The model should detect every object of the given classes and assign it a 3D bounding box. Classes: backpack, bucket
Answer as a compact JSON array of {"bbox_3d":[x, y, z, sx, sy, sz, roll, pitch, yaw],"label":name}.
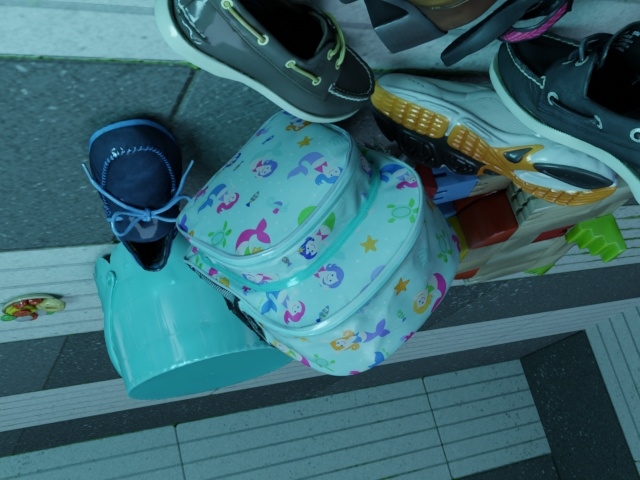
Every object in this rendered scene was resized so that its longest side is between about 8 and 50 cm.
[{"bbox_3d":[0.000,0.000,0.771,0.225,0.253,0.191,-47,137,-9],"label":"backpack"},{"bbox_3d":[-0.171,0.105,1.097,0.281,0.183,0.281,-14,161,-5],"label":"bucket"}]

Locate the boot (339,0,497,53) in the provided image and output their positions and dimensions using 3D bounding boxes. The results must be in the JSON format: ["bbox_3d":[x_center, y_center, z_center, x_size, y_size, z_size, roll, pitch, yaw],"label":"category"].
[{"bbox_3d":[0.137,-0.235,0.506,0.280,0.096,0.264,-22,160,18],"label":"boot"}]

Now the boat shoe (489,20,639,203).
[{"bbox_3d":[0.263,-0.123,0.652,0.127,0.340,0.113,-13,132,-14],"label":"boat shoe"}]

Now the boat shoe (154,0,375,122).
[{"bbox_3d":[-0.022,-0.156,0.628,0.069,0.081,0.228,-24,157,37],"label":"boat shoe"}]

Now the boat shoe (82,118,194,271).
[{"bbox_3d":[-0.178,-0.039,0.828,0.109,0.089,0.258,-14,161,-5],"label":"boat shoe"}]

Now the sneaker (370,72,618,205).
[{"bbox_3d":[0.182,-0.130,0.803,0.262,0.121,0.099,20,158,-2],"label":"sneaker"}]

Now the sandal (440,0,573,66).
[{"bbox_3d":[0.183,-0.199,0.688,0.179,0.040,0.067,-30,-165,49],"label":"sandal"}]

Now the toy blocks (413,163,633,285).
[{"bbox_3d":[0.217,-0.030,0.987,0.261,0.190,0.381,-13,161,-10],"label":"toy blocks"}]

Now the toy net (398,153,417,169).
[{"bbox_3d":[0.047,-0.072,0.987,0.232,0.045,0.122,-24,157,21],"label":"toy net"}]

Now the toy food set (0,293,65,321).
[{"bbox_3d":[-0.424,0.100,1.140,0.082,0.020,0.083,-28,158,34],"label":"toy food set"}]
